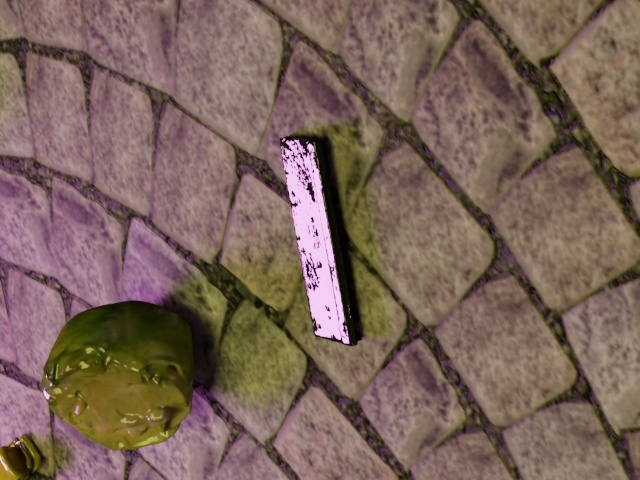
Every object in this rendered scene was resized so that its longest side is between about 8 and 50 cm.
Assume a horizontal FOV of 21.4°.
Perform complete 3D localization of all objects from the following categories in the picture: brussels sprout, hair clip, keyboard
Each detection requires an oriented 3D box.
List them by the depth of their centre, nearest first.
[{"bbox_3d":[0.000,0.000,1.520,0.060,0.018,0.195,11,116,49],"label":"keyboard"},{"bbox_3d":[-0.195,0.126,1.698,0.152,0.122,0.149,18,137,-3],"label":"brussels sprout"},{"bbox_3d":[-0.380,0.295,2.010,0.072,0.046,0.173,57,139,13],"label":"hair clip"}]
